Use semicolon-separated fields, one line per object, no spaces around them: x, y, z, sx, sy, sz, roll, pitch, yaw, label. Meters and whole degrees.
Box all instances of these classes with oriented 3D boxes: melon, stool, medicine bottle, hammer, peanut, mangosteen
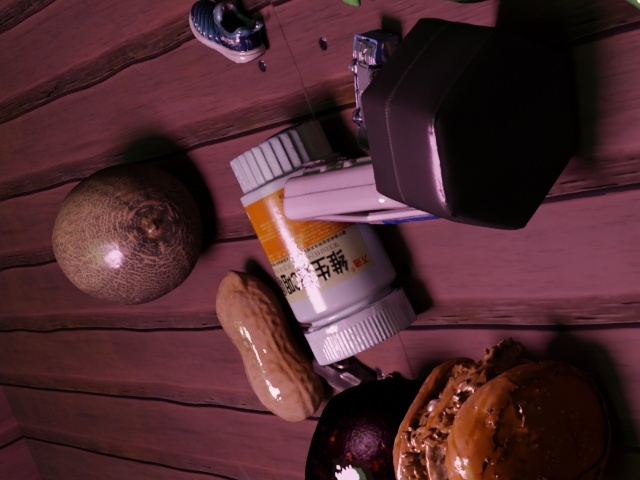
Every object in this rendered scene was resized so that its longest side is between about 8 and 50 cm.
-0.334;-0.010;2.164;0.329;0.248;0.249;-4;110;63;melon
0.163;-0.127;1.374;0.141;0.232;0.232;20;128;49;stool
0.000;0.000;1.761;0.158;0.158;0.318;-22;93;59;medicine bottle
0.060;0.344;2.048;0.111;0.043;0.365;25;134;44;hammer
-0.088;0.172;2.074;0.274;0.111;0.125;63;164;6;peanut
0.098;0.335;1.732;0.233;0.287;0.287;18;134;11;mangosteen

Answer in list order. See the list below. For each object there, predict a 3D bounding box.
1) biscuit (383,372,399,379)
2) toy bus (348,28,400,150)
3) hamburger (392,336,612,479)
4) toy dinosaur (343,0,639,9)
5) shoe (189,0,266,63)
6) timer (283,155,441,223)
0.123;0.243;1.882;0.089;0.027;0.087;17;127;51;biscuit
0.074;-0.191;1.603;0.051;0.061;0.153;29;133;46;toy bus
0.219;0.249;1.558;0.211;0.245;0.260;0;92;58;hamburger
0.165;-0.263;1.379;0.500;0.144;0.374;47;159;13;toy dinosaur
-0.137;-0.315;1.823;0.143;0.064;0.071;38;142;31;shoe
0.083;-0.066;1.579;0.253;0.178;0.078;-5;84;56;timer
